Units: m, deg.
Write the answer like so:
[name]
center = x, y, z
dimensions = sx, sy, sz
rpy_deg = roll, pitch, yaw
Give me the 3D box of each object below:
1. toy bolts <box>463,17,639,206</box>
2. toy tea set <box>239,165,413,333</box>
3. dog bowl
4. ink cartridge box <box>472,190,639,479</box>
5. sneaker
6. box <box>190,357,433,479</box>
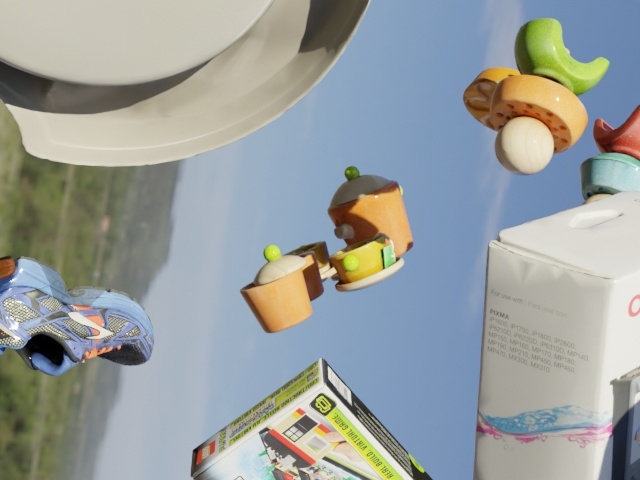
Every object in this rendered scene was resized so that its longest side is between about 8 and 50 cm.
[toy bolts]
center = 0.250, -0.090, 1.618
dimensions = 0.218, 0.228, 0.158
rpy_deg = -27, -146, 60
[toy tea set]
center = 0.000, 0.000, 1.805
dimensions = 0.336, 0.200, 0.124
rpy_deg = -52, 120, -77
[dog bowl]
center = -0.133, -0.217, 0.893
dimensions = 0.102, 0.349, 0.349
rpy_deg = -88, -169, -57
[ink cartridge box]
center = 0.244, 0.134, 1.286
dimensions = 0.131, 0.226, 0.306
rpy_deg = 20, -64, 40
[sneaker]
center = -0.234, 0.086, 1.380
dimensions = 0.083, 0.221, 0.087
rpy_deg = -21, -117, 30
[box]
center = 0.022, 0.188, 1.023
dimensions = 0.114, 0.207, 0.036
rpy_deg = -37, -160, 13
